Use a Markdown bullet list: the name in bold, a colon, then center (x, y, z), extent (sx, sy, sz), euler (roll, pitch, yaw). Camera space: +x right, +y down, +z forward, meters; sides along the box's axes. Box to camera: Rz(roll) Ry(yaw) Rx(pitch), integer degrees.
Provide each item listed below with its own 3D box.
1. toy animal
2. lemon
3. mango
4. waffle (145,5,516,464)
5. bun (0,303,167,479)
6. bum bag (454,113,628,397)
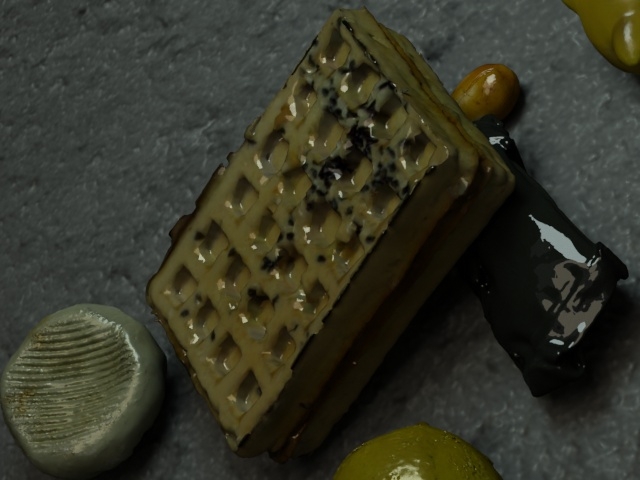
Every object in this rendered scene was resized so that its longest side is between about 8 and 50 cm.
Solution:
- **toy animal**: center (0.331, -0.250, 1.634), extent (0.230, 0.156, 0.156), euler (-41, 48, 9)
- **lemon**: center (0.083, 0.244, 1.546), extent (0.173, 0.173, 0.206), euler (-28, 41, 25)
- **mango**: center (0.153, -0.134, 1.775), extent (0.089, 0.046, 0.060), euler (-41, 49, 19)
- **waffle**: center (0.000, 0.000, 1.723), extent (0.376, 0.114, 0.261), euler (-53, 42, 22)
- **bun**: center (-0.237, 0.157, 1.893), extent (0.183, 0.102, 0.183), euler (-6, 71, 18)
- **bum bag**: center (0.177, -0.002, 1.667), extent (0.142, 0.079, 0.326), euler (-49, 46, 22)
